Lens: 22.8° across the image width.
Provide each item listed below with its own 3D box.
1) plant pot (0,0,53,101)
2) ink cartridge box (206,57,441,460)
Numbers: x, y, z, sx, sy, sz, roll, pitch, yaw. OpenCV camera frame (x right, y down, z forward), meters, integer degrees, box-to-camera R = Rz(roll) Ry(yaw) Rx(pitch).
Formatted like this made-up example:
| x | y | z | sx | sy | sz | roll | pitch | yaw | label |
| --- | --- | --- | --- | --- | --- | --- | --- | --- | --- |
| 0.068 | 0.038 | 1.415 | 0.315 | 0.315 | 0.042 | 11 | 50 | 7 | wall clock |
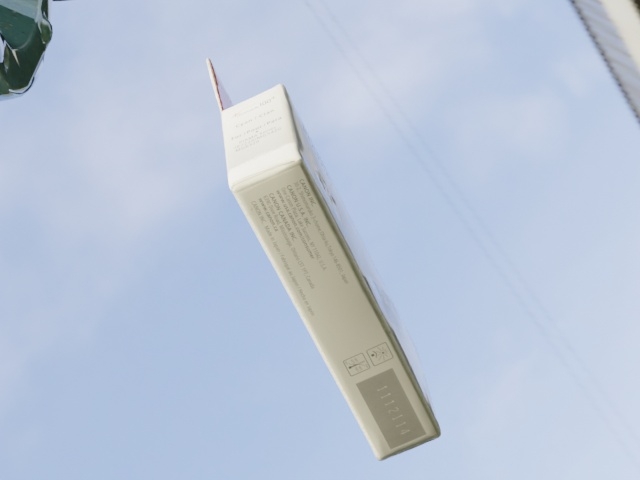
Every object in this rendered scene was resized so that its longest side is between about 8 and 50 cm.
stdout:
| x | y | z | sx | sy | sz | roll | pitch | yaw | label |
| --- | --- | --- | --- | --- | --- | --- | --- | --- | --- |
| -0.210 | -0.135 | 0.593 | 0.196 | 0.293 | 0.293 | -3 | -57 | 1 | plant pot |
| 0.000 | 0.000 | 1.359 | 0.066 | 0.261 | 0.296 | -24 | -60 | 5 | ink cartridge box |
